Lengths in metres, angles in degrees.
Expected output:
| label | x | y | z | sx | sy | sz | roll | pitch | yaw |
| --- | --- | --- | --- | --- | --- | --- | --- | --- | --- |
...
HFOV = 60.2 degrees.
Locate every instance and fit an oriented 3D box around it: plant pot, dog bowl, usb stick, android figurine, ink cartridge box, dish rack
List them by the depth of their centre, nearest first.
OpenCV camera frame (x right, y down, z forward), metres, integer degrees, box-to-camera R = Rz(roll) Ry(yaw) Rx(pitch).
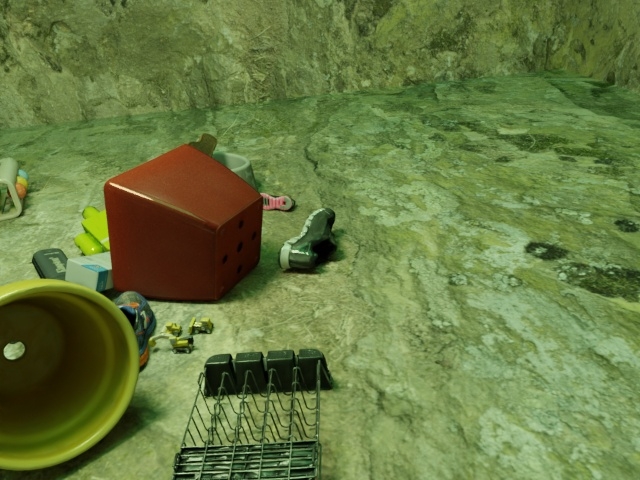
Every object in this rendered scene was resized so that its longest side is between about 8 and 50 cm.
| label | x | y | z | sx | sy | sz | roll | pitch | yaw |
| --- | --- | --- | --- | --- | --- | --- | --- | --- | --- |
| dish rack | -0.088 | 0.255 | 0.776 | 0.208 | 0.074 | 0.271 | -5 | 28 | 4 |
| plant pot | -0.438 | 0.180 | 0.831 | 0.254 | 0.254 | 0.239 | -26 | 16 | -36 |
| plant pot | -0.270 | -0.019 | 1.189 | 0.235 | 0.267 | 0.267 | 19 | 33 | 18 |
| ink cartridge box | -0.475 | 0.067 | 1.206 | 0.088 | 0.052 | 0.122 | 18 | 15 | 21 |
| usb stick | -0.599 | 0.078 | 1.266 | 0.077 | 0.045 | 0.278 | -20 | 29 | -30 |
| android figurine | -0.495 | -0.033 | 1.417 | 0.248 | 0.056 | 0.273 | -35 | 50 | -30 |
| dog bowl | -0.360 | -0.188 | 1.646 | 0.348 | 0.102 | 0.349 | 1 | 20 | 0 |

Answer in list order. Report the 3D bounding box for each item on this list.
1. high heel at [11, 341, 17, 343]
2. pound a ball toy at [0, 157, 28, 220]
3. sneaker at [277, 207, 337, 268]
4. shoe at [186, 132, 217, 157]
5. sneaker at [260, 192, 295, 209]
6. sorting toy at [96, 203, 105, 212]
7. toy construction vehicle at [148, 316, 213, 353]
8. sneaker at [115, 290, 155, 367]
| label | x | y | z | sx | sy | sz | roll | pitch | yaw |
| --- | --- | --- | --- | --- | --- | --- | --- | --- | --- |
| high heel | -0.596 | 0.135 | 1.122 | 0.261 | 0.093 | 0.186 | 11 | 21 | 32 |
| pound a ball toy | -1.002 | -0.197 | 1.727 | 0.135 | 0.208 | 0.319 | -16 | 27 | -20 |
| sneaker | 0.000 | 0.000 | 1.277 | 0.106 | 0.078 | 0.234 | 10 | 34 | 24 |
| shoe | -0.354 | -0.256 | 1.618 | 0.076 | 0.058 | 0.219 | 33 | 24 | -8 |
| sneaker | -0.124 | -0.110 | 1.570 | 0.119 | 0.047 | 0.057 | 11 | 14 | 25 |
| sorting toy | -0.538 | -0.086 | 1.590 | 0.208 | 0.038 | 0.193 | 11 | 30 | 25 |
| toy construction vehicle | -0.257 | 0.169 | 1.022 | 0.098 | 0.035 | 0.086 | -2 | 26 | 8 |
| sneaker | -0.354 | 0.149 | 1.024 | 0.083 | 0.087 | 0.221 | -12 | 27 | -14 |
